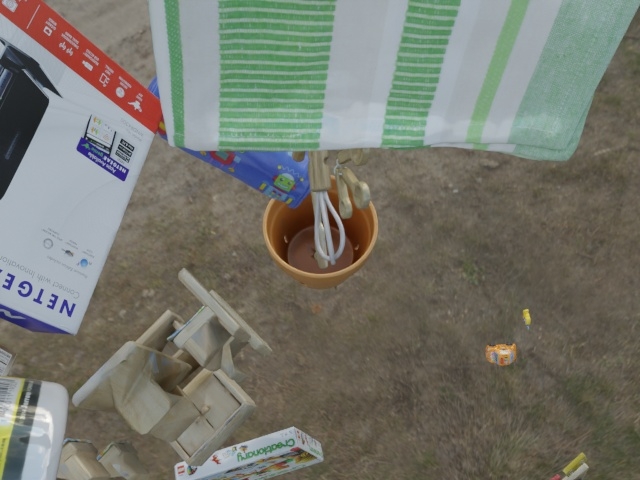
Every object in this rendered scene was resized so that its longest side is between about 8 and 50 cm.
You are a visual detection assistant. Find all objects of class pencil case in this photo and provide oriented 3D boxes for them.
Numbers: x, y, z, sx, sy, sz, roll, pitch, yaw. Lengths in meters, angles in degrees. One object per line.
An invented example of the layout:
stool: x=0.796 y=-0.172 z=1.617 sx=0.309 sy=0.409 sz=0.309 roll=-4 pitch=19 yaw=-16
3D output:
pencil case: x=-0.140 y=-0.171 z=1.059 sx=0.306 sy=0.119 sz=0.133 roll=29 pitch=33 yaw=-13

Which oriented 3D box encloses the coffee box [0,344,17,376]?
coffee box: x=-0.656 y=0.309 z=1.112 sx=0.168 sy=0.119 sz=0.297 roll=-33 pitch=33 yaw=26

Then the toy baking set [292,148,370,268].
toy baking set: x=0.001 y=-0.083 z=0.787 sx=0.030 sy=0.256 sz=0.196 roll=-6 pitch=58 yaw=-18

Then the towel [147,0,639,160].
towel: x=0.049 y=-0.150 z=0.445 sx=0.325 sy=0.247 sz=0.038 roll=1 pitch=50 yaw=-4

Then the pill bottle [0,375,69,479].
pill bottle: x=-0.417 y=0.203 z=0.594 sx=0.334 sy=0.188 sz=0.187 roll=12 pitch=66 yaw=-20

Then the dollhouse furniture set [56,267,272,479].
dollhouse furniture set: x=-0.294 y=0.229 z=1.124 sx=0.256 sy=0.394 sz=0.362 roll=42 pitch=83 yaw=21

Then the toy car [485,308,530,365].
toy car: x=0.351 y=0.185 z=1.238 sx=0.060 sy=0.040 sz=0.122 roll=12 pitch=114 yaw=2

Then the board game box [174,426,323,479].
board game box: x=-0.165 y=0.530 z=1.575 sx=0.305 sy=0.193 sz=0.053 roll=-20 pitch=59 yaw=9

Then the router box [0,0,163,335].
router box: x=-0.340 y=-0.103 z=0.655 sx=0.082 sy=0.335 sz=0.301 roll=-2 pitch=63 yaw=35

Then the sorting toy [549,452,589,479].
sorting toy: x=0.434 y=0.475 z=1.188 sx=0.132 sy=0.274 sz=0.046 roll=-29 pitch=51 yaw=-18

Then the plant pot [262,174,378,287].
plant pot: x=0.000 y=0.000 z=1.742 sx=0.291 sy=0.203 sz=0.290 roll=0 pitch=65 yaw=0
